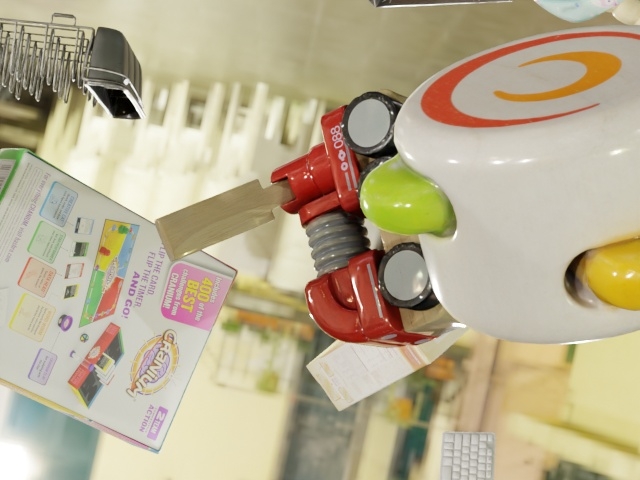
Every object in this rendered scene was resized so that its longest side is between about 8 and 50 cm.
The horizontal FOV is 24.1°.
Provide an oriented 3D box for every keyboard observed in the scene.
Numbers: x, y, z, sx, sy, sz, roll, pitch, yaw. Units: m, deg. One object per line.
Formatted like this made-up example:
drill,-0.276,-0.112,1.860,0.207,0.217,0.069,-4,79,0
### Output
keyboard,0.185,0.359,1.936,0.072,0.256,0.014,3,143,6

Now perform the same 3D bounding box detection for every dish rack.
dish rack,-0.325,-0.193,1.598,0.272,0.074,0.208,7,174,0

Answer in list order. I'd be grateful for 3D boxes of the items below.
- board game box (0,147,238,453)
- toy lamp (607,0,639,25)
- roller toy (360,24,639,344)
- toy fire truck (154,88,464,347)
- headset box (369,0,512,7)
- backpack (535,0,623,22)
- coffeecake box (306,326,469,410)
board game box,-0.270,0.073,1.702,0.316,0.242,0.064,32,164,-34
toy lamp,0.281,-0.261,1.551,0.275,0.080,0.080,28,177,-3
roller toy,0.150,-0.031,0.884,0.209,0.146,0.191,0,-152,34
toy fire truck,0.000,0.000,1.351,0.246,0.217,0.158,-22,162,29
headset box,0.178,-0.400,1.805,0.293,0.218,0.110,-11,-130,-43
backpack,0.196,-0.225,0.951,0.115,0.182,0.152,59,-173,-29
coffeecake box,0.092,0.100,1.651,0.142,0.068,0.185,-37,-179,-38
